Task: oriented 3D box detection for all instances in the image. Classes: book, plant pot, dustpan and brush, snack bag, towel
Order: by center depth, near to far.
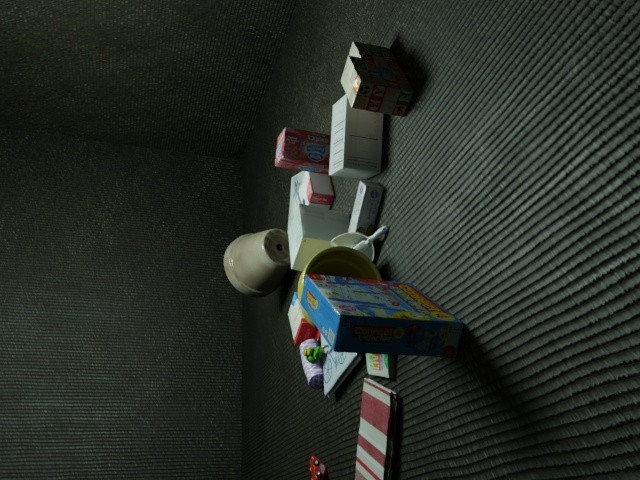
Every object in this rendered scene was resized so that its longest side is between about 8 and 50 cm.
[{"bbox_3d":[0.159,0.580,1.654,0.237,0.037,0.329,168,108,-74],"label":"towel"},{"bbox_3d":[0.176,0.346,1.681,0.144,0.035,0.096,154,116,-69],"label":"book"},{"bbox_3d":[0.043,0.175,1.803,0.239,0.253,0.254,122,149,-65],"label":"plant pot"},{"bbox_3d":[0.138,0.011,1.809,0.211,0.147,0.060,-39,0,25],"label":"dustpan and brush"},{"bbox_3d":[0.064,0.332,2.032,0.323,0.037,0.343,116,157,-47],"label":"snack bag"},{"bbox_3d":[-0.264,0.079,2.788,0.280,0.323,0.323,-35,50,47],"label":"plant pot"}]

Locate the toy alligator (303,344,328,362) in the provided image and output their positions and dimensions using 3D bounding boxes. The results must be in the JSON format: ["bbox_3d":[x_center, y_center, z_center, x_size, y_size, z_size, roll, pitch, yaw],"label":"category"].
[{"bbox_3d":[-0.017,0.416,2.097,0.189,0.056,0.051,146,129,-61],"label":"toy alligator"}]

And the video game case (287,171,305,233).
[{"bbox_3d":[-0.091,-0.171,2.684,0.329,0.036,0.300,171,104,-72],"label":"video game case"}]

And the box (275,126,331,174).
[{"bbox_3d":[-0.031,-0.330,2.166,0.128,0.256,0.123,158,119,-71],"label":"box"}]

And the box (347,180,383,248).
[{"bbox_3d":[0.130,-0.031,1.880,0.063,0.067,0.324,-121,41,-62],"label":"box"}]

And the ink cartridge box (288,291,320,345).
[{"bbox_3d":[-0.067,0.338,2.378,0.231,0.077,0.134,-108,29,-52],"label":"ink cartridge box"}]

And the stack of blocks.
[{"bbox_3d":[0.156,-0.503,1.764,0.297,0.171,0.087,-103,25,-47],"label":"stack of blocks"}]

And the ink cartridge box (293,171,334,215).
[{"bbox_3d":[-0.032,-0.157,2.381,0.172,0.100,0.237,-101,24,-45],"label":"ink cartridge box"}]

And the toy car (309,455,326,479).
[{"bbox_3d":[0.006,0.904,2.012,0.239,0.053,0.225,-164,79,-73],"label":"toy car"}]

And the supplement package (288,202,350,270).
[{"bbox_3d":[0.000,0.000,2.033,0.203,0.194,0.149,-98,23,-52],"label":"supplement package"}]

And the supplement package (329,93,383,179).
[{"bbox_3d":[0.116,-0.335,1.893,0.134,0.139,0.244,165,110,-70],"label":"supplement package"}]

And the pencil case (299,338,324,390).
[{"bbox_3d":[-0.025,0.469,2.198,0.206,0.086,0.088,-106,-7,-55],"label":"pencil case"}]

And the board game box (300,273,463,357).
[{"bbox_3d":[0.135,0.176,1.400,0.308,0.301,0.086,-139,57,-69],"label":"board game box"}]
